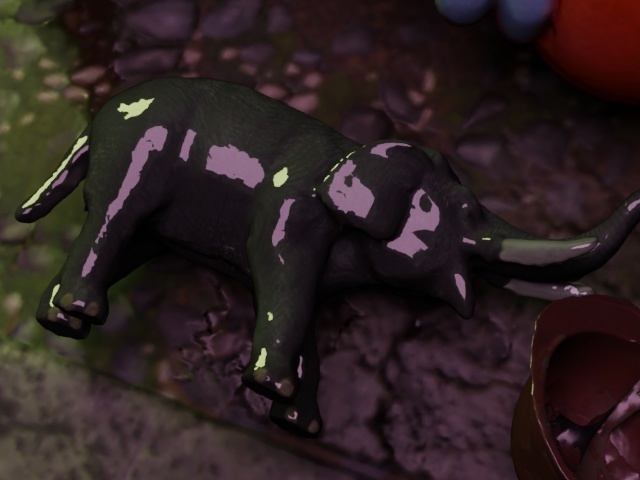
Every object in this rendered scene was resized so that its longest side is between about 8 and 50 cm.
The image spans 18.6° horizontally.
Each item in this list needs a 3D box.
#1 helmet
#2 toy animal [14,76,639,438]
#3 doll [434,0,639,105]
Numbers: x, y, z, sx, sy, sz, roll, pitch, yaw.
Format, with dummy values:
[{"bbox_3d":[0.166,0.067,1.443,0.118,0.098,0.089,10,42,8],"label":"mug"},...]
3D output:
[{"bbox_3d":[0.108,0.083,0.778,0.089,0.057,0.111,5,56,-29],"label":"helmet"},{"bbox_3d":[0.000,0.009,0.809,0.269,0.082,0.137,13,71,13],"label":"toy animal"},{"bbox_3d":[0.145,-0.131,0.821,0.290,0.130,0.161,27,79,2],"label":"doll"}]
